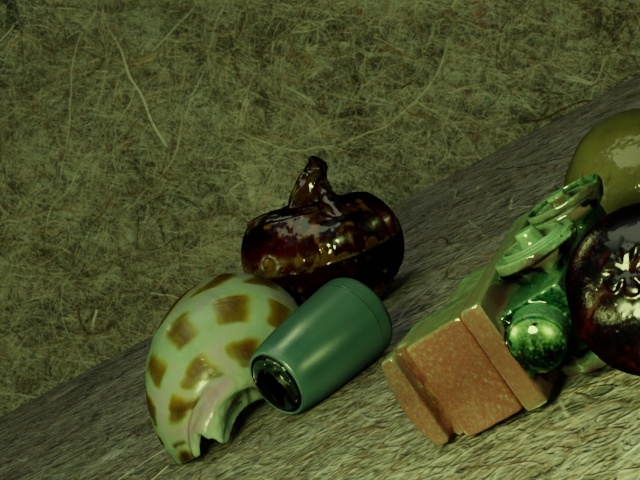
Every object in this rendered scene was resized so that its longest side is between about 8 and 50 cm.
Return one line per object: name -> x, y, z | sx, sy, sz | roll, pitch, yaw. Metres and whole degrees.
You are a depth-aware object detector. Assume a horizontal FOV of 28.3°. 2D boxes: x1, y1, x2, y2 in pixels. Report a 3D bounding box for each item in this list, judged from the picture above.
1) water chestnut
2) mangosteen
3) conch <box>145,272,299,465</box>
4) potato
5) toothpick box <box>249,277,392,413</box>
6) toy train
water chestnut -> 0.000, 0.000, 2.132 | 0.300, 0.300, 0.300 | -29, 5, 3
mangosteen -> 0.279, 0.043, 1.038 | 0.152, 0.152, 0.152 | -29, 5, 3
conch -> -0.136, 0.159, 1.801 | 0.249, 0.197, 0.368 | -49, -7, 17
potato -> 0.385, -0.073, 1.455 | 0.235, 0.160, 0.178 | -5, 59, 43
toothpick box -> -0.003, 0.141, 1.649 | 0.184, 0.120, 0.120 | -38, 9, -37
toy train -> 0.200, 0.062, 1.229 | 0.221, 0.150, 0.304 | -33, 4, 29
